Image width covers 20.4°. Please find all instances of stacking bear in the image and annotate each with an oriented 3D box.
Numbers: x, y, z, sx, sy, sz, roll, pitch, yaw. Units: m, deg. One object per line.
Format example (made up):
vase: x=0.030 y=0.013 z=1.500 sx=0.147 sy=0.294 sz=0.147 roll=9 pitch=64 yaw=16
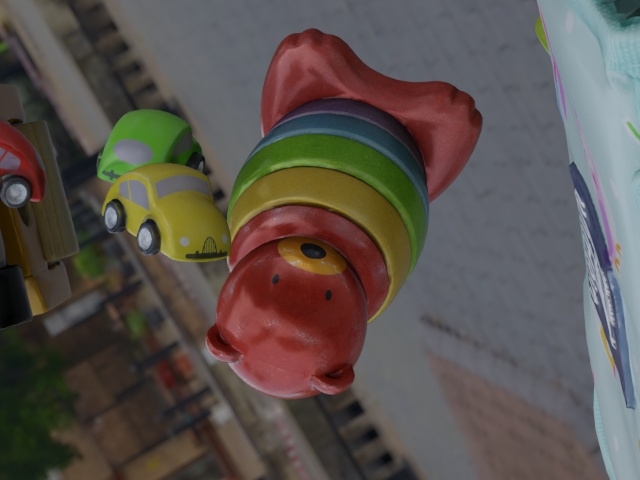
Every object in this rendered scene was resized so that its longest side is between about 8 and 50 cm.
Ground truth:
stacking bear: x=0.000 y=0.000 z=1.327 sx=0.289 sy=0.175 sz=0.164 roll=-70 pitch=3 yaw=-51

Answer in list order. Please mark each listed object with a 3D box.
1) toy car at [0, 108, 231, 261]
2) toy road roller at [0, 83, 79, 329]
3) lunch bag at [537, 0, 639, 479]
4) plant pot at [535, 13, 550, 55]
toy car: x=-0.143 y=-0.056 z=1.246 sx=0.225 sy=0.239 sz=0.053 roll=-36 pitch=-41 yaw=-67
toy road roller: x=-0.362 y=-0.012 z=1.531 sx=0.329 sy=0.241 sz=0.202 roll=-42 pitch=-61 yaw=-82
lunch bag: x=0.147 y=-0.023 z=0.491 sx=0.160 sy=0.262 sz=0.223 roll=11 pitch=129 yaw=33
plant pot: x=0.332 y=-0.161 z=1.383 sx=0.227 sy=0.228 sz=0.207 roll=19 pitch=-147 yaw=-23
